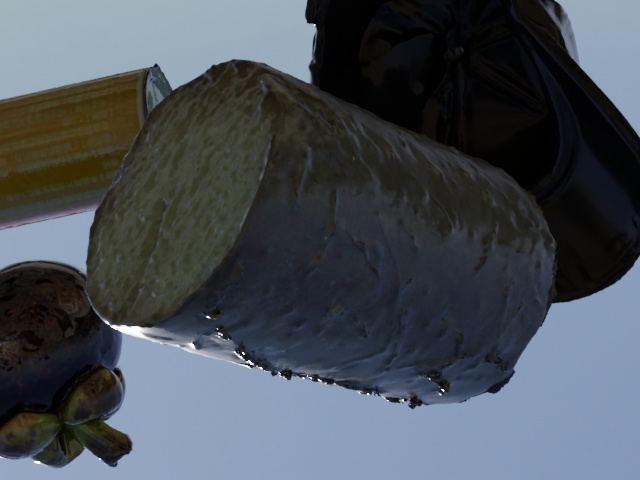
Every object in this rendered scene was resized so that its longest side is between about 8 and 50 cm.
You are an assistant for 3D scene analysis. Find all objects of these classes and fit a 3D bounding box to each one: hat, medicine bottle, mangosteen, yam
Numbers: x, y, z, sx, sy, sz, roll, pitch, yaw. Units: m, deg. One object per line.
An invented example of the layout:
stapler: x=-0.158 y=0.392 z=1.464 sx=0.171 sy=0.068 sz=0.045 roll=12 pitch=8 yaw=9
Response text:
hat: x=0.149 y=-0.108 z=1.552 sx=0.336 sy=0.238 sz=0.209 roll=42 pitch=-153 yaw=15
medicine bottle: x=-0.309 y=-0.037 z=1.382 sx=0.426 sy=0.108 sz=0.108 roll=-11 pitch=-166 yaw=12
mangosteen: x=-0.261 y=0.128 z=1.850 sx=0.217 sy=0.192 sz=0.192 roll=45 pitch=-149 yaw=12
yam: x=0.000 y=0.000 z=1.119 sx=0.168 sy=0.168 sz=0.304 roll=15 pitch=177 yaw=39
